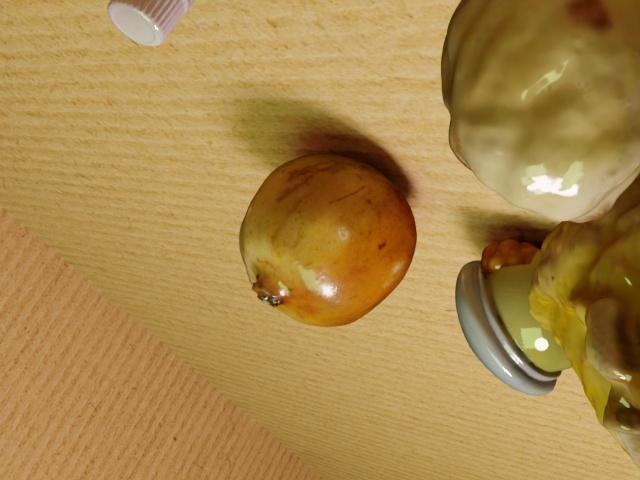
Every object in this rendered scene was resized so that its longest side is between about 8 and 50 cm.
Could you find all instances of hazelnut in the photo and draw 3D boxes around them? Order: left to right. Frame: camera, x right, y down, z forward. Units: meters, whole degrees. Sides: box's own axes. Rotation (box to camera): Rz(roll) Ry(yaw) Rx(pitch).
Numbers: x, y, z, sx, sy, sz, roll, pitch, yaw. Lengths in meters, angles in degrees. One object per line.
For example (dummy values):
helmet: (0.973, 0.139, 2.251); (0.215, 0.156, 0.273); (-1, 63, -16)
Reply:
hazelnut: (0.234, -0.155, 0.941); (0.241, 0.261, 0.261); (-4, 157, -6)

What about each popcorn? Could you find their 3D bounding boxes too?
popcorn: (0.422, 0.078, 1.045); (0.344, 0.354, 0.390); (34, -162, -25)

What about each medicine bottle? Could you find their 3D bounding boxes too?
medicine bottle: (-0.143, -0.296, 1.045); (0.083, 0.203, 0.083); (22, 156, 10)

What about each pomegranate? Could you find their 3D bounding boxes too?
pomegranate: (0.000, 0.000, 1.451); (0.264, 0.264, 0.264); (24, 157, 11)

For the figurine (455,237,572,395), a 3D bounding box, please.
figurine: (0.347, 0.104, 1.349); (0.224, 0.205, 0.382); (46, 149, -24)
